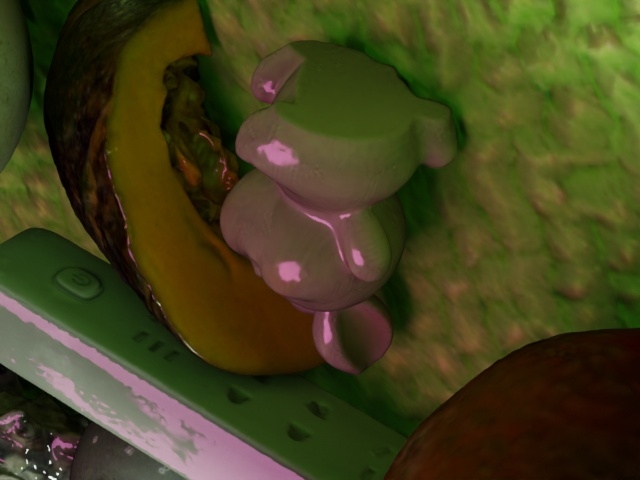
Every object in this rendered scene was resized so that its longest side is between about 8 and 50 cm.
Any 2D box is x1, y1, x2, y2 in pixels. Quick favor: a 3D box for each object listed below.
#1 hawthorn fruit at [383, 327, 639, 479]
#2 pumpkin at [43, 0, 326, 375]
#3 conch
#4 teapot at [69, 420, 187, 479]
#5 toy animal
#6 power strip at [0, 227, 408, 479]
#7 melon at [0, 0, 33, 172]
[{"bbox_3d":[0.139,0.205,0.828,0.285,0.284,0.369,47,163,11],"label":"hawthorn fruit"},{"bbox_3d":[-0.119,-0.027,1.054,0.163,0.111,0.279,1,120,54],"label":"pumpkin"},{"bbox_3d":[-0.289,0.170,1.359,0.240,0.186,0.313,-19,85,26],"label":"conch"},{"bbox_3d":[-0.084,0.186,1.170,0.193,0.129,0.294,-2,119,49],"label":"teapot"},{"bbox_3d":[-0.002,0.000,0.932,0.124,0.124,0.212,33,136,27],"label":"toy animal"},{"bbox_3d":[-0.075,0.101,1.053,0.385,0.091,0.062,30,122,13],"label":"power strip"},{"bbox_3d":[-0.335,-0.118,1.090,0.330,0.268,0.268,5,123,61],"label":"melon"}]
